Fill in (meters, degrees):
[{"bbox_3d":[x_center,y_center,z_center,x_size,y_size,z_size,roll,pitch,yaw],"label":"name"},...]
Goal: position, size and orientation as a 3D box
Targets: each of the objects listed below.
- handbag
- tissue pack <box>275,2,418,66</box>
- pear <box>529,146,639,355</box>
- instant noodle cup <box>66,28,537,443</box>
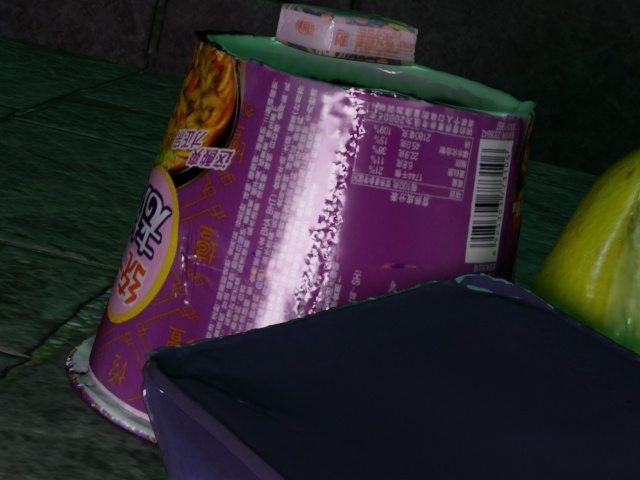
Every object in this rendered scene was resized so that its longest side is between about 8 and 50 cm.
[{"bbox_3d":[0.092,0.147,0.952,0.303,0.122,0.329,-11,29,-42],"label":"handbag"},{"bbox_3d":[0.020,-0.147,1.238,0.083,0.035,0.063,3,15,-43],"label":"tissue pack"},{"bbox_3d":[0.266,0.030,1.258,0.286,0.281,0.176,18,-17,-26],"label":"pear"},{"bbox_3d":[0.000,0.000,1.264,0.340,0.266,0.340,11,11,-2],"label":"instant noodle cup"}]
